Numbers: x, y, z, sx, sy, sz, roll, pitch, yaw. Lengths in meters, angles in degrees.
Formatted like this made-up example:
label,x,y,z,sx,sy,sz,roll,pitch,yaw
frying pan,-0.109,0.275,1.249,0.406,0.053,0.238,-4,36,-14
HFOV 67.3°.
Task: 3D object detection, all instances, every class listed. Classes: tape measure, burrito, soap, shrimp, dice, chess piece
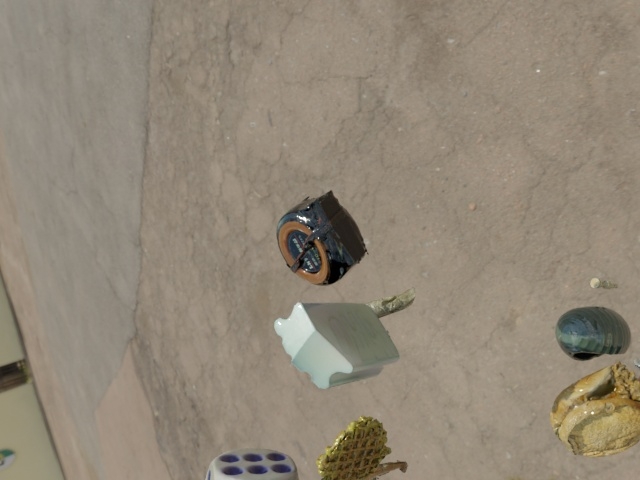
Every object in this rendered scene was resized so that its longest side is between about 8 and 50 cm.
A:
label,x,y,z,sx,sy,sz,roll,pitch,yaw
tape measure,0.000,0.000,1.111,0.223,0.135,0.202,-24,99,52
burrito,0.174,0.196,1.400,0.063,0.230,0.058,177,75,-77
soap,0.047,0.229,1.091,0.095,0.290,0.172,-43,62,23
shrimp,0.229,0.901,1.847,0.290,0.223,0.054,94,159,-50
dice,-0.208,0.775,1.410,0.243,0.260,0.251,-175,93,-70
chess piece,0.935,0.145,1.575,0.035,0.092,0.035,-171,90,-74

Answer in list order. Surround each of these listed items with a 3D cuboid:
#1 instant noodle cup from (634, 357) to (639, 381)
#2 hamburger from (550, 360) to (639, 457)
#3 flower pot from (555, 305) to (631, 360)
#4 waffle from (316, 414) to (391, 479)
label,x,y,z,sx,sy,sz,roll,pitch,yaw
instant noodle cup,0.971,0.444,1.369,0.208,0.178,0.125,41,126,35
hamburger,0.728,0.449,1.258,0.146,0.243,0.285,-108,27,-53
flower pot,0.849,0.290,1.504,0.189,0.243,0.157,-36,52,49
waffle,0.105,0.657,1.469,0.052,0.254,0.245,28,155,52
